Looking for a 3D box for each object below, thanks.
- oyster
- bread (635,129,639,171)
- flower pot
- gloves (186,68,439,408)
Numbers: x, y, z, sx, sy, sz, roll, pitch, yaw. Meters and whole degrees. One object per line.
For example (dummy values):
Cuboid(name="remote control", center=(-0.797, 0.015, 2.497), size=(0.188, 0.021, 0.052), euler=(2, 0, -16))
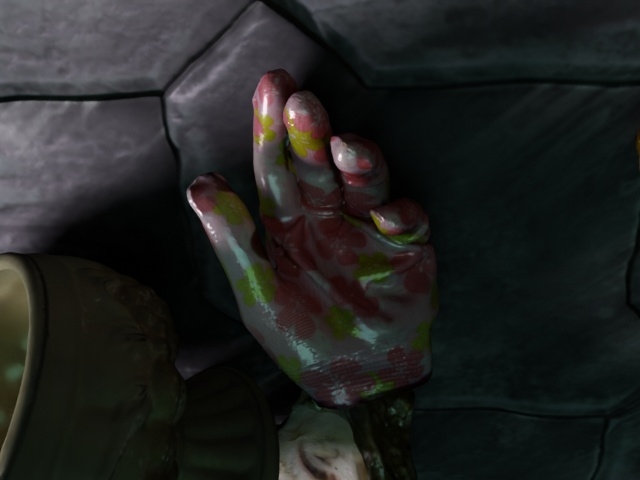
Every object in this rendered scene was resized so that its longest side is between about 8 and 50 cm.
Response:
Cuboid(name="oyster", center=(0.029, 0.239, 0.795), size=(0.111, 0.204, 0.396), euler=(-16, 143, -30))
Cuboid(name="bread", center=(0.362, -0.113, 0.495), size=(0.367, 0.084, 0.077), euler=(-23, 85, 26))
Cuboid(name="flower pot", center=(-0.184, 0.172, 0.692), size=(0.244, 0.308, 0.307), euler=(25, 132, -36))
Cuboid(name="gloves", center=(0.004, -0.003, 0.618), size=(0.145, 0.126, 0.241), euler=(-9, 101, 21))
